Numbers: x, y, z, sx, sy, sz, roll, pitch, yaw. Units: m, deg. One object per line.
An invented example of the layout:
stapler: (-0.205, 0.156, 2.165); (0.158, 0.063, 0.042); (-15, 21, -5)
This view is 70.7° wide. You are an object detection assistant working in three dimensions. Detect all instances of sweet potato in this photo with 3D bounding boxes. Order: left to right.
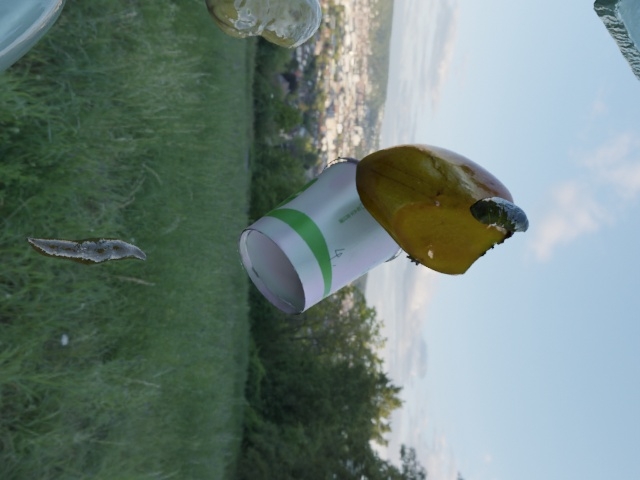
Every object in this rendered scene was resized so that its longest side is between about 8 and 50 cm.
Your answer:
sweet potato: (-0.508, 0.021, 0.995); (0.274, 0.067, 0.067); (9, 84, -56)

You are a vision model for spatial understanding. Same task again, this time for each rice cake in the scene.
rice cake: (0.432, -0.262, 0.603); (0.045, 0.245, 0.042); (-58, -142, 13)

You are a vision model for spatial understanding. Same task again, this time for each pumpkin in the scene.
pumpkin: (0.253, -0.041, 0.627); (0.050, 0.083, 0.028); (-60, 166, -48)

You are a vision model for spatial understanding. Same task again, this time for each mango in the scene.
mango: (0.181, -0.072, 0.756); (0.187, 0.257, 0.138); (-50, 177, 21)

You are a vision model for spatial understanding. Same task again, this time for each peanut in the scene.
peanut: (-0.062, -0.281, 0.561); (0.174, 0.080, 0.080); (-22, 121, -45)

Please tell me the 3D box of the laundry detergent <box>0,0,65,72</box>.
laundry detergent: (-0.433, -0.172, 0.348); (0.125, 0.264, 0.397); (-4, -128, 55)

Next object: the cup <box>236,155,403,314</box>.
cup: (0.000, 0.000, 0.900); (0.274, 0.253, 0.253); (-35, 142, -31)
